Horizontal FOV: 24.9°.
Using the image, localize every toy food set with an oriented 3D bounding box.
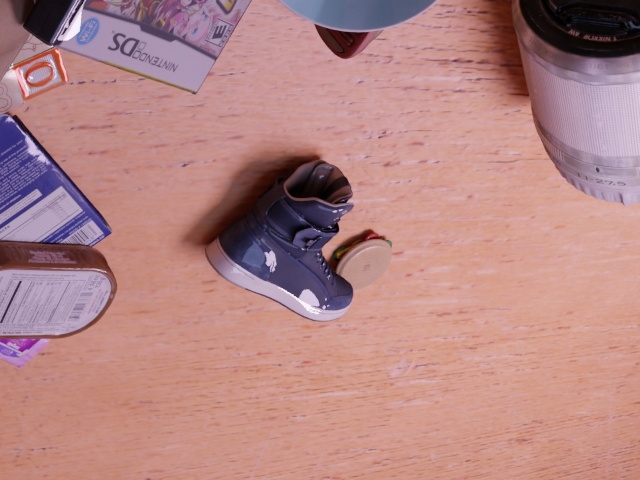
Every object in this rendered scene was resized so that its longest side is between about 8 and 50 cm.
[{"bbox_3d":[0.052,0.026,1.770,0.083,0.020,0.083,-22,141,-17],"label":"toy food set"}]

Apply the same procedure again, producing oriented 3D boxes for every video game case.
[{"bbox_3d":[-0.104,-0.264,1.219,0.275,0.035,0.248,-58,158,9],"label":"video game case"}]

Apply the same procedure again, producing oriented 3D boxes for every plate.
[{"bbox_3d":[0.033,-0.266,1.261,0.188,0.024,0.188,2,131,2],"label":"plate"}]

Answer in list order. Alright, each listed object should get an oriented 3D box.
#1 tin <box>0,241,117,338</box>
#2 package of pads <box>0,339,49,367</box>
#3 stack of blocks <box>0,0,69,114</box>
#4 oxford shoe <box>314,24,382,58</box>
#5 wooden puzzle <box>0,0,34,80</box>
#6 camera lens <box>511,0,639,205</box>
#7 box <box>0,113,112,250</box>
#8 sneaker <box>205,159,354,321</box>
[{"bbox_3d":[-0.291,0.052,1.456,0.189,0.040,0.106,2,125,-42],"label":"tin"},{"bbox_3d":[-0.331,0.099,1.533,0.050,0.032,0.083,-41,143,9],"label":"package of pads"},{"bbox_3d":[-0.326,-0.221,1.149,0.171,0.087,0.297,-27,142,-13],"label":"stack of blocks"},{"bbox_3d":[0.089,-0.309,1.345,0.130,0.123,0.348,-20,153,-35],"label":"oxford shoe"},{"bbox_3d":[-0.360,-0.033,1.070,0.348,0.080,0.322,-57,-177,20],"label":"wooden puzzle"},{"bbox_3d":[0.332,-0.198,1.587,0.219,0.219,0.274,-32,143,-6],"label":"camera lens"},{"bbox_3d":[-0.309,-0.034,1.403,0.136,0.036,0.225,-35,146,-2],"label":"box"},{"bbox_3d":[0.000,0.001,1.647,0.163,0.086,0.226,-46,141,17],"label":"sneaker"}]
